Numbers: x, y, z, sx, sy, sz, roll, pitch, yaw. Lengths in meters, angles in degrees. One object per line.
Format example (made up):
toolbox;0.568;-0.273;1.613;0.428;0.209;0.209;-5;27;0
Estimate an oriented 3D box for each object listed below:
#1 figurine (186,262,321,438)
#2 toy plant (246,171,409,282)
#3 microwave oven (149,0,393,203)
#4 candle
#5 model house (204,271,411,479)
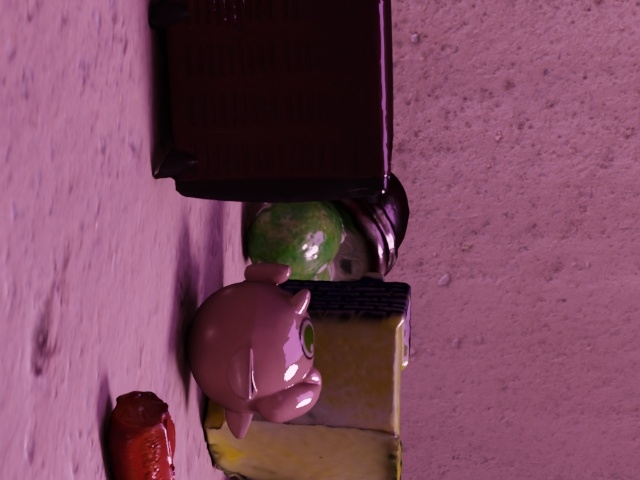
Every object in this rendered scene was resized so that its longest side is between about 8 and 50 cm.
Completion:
figurine;-0.057;0.096;1.146;0.125;0.125;0.138;84;10;-60
toy plant;0.000;0.000;1.617;0.235;0.175;0.218;-41;155;-32
microwave oven;-0.028;-0.129;1.074;0.247;0.178;0.188;-72;163;-76
candle;-0.113;0.175;0.883;0.053;0.048;0.162;-39;140;-44
model house;-0.007;0.131;1.327;0.170;0.194;0.211;79;14;-57
